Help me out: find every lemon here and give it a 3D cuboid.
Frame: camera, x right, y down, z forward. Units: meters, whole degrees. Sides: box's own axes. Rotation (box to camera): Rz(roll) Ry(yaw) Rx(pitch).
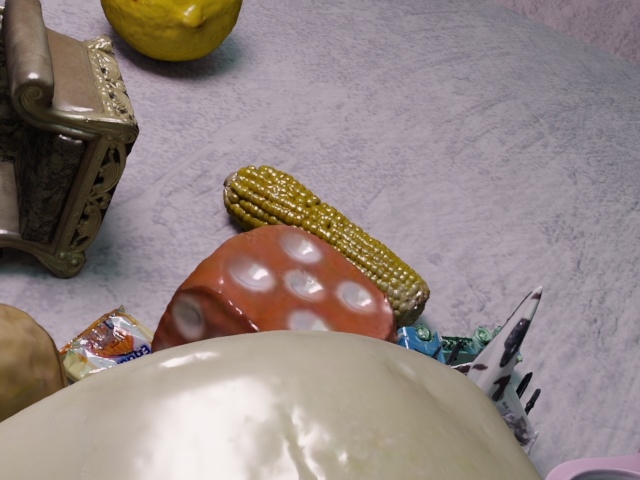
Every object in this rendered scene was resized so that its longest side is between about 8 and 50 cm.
[{"bbox_3d":[-0.256,-0.436,1.188,0.267,0.267,0.267,12,39,-10],"label":"lemon"}]

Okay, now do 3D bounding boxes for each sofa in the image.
[{"bbox_3d":[-0.332,-0.110,0.760,0.182,0.258,0.200,8,39,-36],"label":"sofa"}]

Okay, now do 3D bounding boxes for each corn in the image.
[{"bbox_3d":[0.000,0.000,0.904,0.319,0.097,0.097,35,41,15],"label":"corn"}]

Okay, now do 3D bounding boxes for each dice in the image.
[{"bbox_3d":[-0.047,0.106,0.675,0.175,0.174,0.179,40,36,15],"label":"dice"}]

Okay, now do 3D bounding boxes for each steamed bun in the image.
[{"bbox_3d":[-0.017,0.248,0.406,0.455,0.290,0.371,-2,36,-23],"label":"steamed bun"}]

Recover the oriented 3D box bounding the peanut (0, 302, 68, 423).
[{"bbox_3d":[-0.392,0.130,0.517,0.387,0.170,0.192,-3,39,-32],"label":"peanut"}]

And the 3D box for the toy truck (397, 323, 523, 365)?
[{"bbox_3d":[0.165,0.151,0.822,0.175,0.067,0.081,6,46,-22],"label":"toy truck"}]

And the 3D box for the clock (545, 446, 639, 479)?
[{"bbox_3d":[0.340,0.303,0.623,0.275,0.080,0.290,-9,26,-35],"label":"clock"}]

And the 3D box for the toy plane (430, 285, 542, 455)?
[{"bbox_3d":[0.170,0.150,0.728,0.160,0.234,0.082,25,1,-2],"label":"toy plane"}]

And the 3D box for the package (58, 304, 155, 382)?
[{"bbox_3d":[-0.203,0.124,0.711,0.120,0.031,0.108,33,38,13],"label":"package"}]
